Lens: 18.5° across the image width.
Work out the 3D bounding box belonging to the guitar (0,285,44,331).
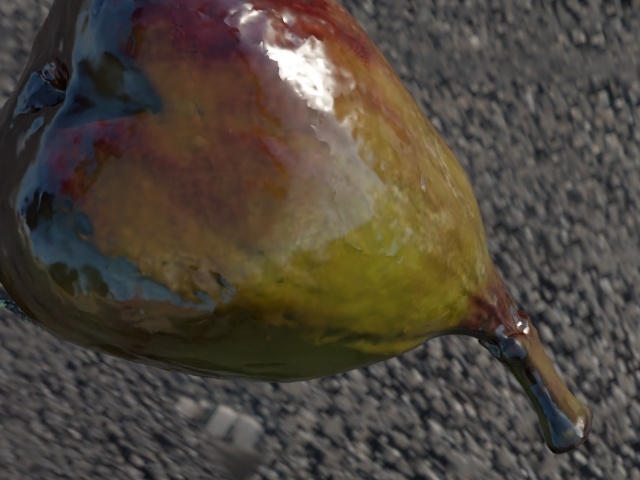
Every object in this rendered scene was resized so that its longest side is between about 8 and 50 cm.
[{"bbox_3d":[-0.189,0.031,0.922,0.233,0.088,0.025,1,63,54],"label":"guitar"}]

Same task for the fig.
[{"bbox_3d":[0.000,0.001,0.769,0.274,0.145,0.170,33,92,-11],"label":"fig"}]
